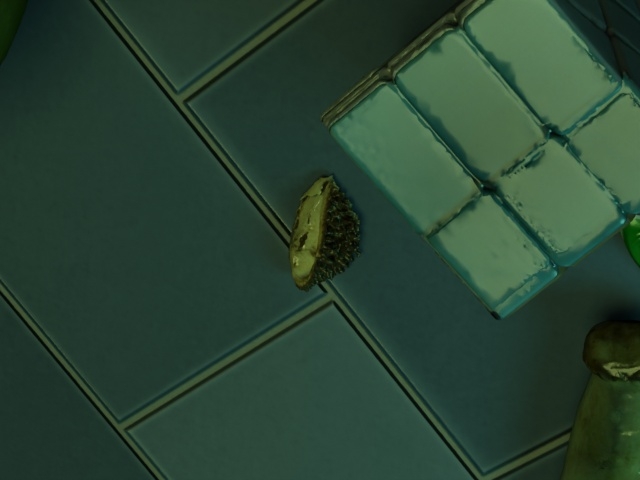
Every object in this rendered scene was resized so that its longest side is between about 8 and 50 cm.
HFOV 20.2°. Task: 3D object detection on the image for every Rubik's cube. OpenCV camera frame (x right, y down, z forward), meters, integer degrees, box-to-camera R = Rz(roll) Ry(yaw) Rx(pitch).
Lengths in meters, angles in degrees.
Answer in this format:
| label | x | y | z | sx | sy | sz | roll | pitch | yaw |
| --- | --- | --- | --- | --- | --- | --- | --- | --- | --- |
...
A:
| label | x | y | z | sx | sy | sz | roll | pitch | yaw |
| --- | --- | --- | --- | --- | --- | --- | --- | --- | --- |
| Rubik's cube | 0.178 | -0.110 | 1.504 | 0.225 | 0.221 | 0.231 | -41 | 93 | 26 |

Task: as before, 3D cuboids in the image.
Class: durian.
| label | x | y | z | sx | sy | sz | roll | pitch | yaw |
| --- | --- | --- | --- | --- | --- | --- | --- | --- | --- |
| durian | 0.006 | -0.002 | 1.771 | 0.066 | 0.052 | 0.130 | 48 | 131 | 42 |

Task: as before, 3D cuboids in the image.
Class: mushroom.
| label | x | y | z | sx | sy | sz | roll | pitch | yaw |
| --- | --- | --- | --- | --- | --- | --- | --- | --- | --- |
| mushroom | 0.285 | 0.208 | 1.737 | 0.100 | 0.081 | 0.312 | 22 | 127 | 24 |

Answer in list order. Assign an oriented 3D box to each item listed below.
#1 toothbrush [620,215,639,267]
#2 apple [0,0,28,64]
| label | x | y | z | sx | sy | sz | roll | pitch | yaw |
| --- | --- | --- | --- | --- | --- | --- | --- | --- | --- |
| toothbrush | 0.300 | 0.000 | 1.648 | 0.042 | 0.040 | 0.418 | -27 | 99 | 28 |
| apple | -0.474 | -0.274 | 1.589 | 0.474 | 0.473 | 0.473 | 10 | 119 | 18 |
